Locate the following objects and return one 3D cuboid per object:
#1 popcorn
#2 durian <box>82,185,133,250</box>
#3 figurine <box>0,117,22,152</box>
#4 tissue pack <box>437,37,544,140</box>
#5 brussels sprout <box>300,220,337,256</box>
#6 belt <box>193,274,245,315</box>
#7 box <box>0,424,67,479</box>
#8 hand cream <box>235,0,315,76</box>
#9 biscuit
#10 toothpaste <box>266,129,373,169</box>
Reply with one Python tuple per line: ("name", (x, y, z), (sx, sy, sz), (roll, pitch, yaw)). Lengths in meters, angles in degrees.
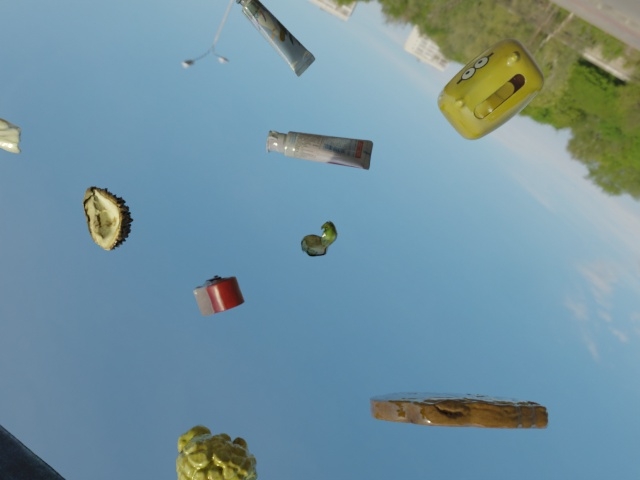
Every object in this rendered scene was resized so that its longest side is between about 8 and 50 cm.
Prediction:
("popcorn", (-0.269, 0.593, 1.571), (0.217, 0.181, 0.235), (32, 180, 44))
("durian", (-0.337, -0.038, 0.963), (0.052, 0.066, 0.130), (74, 173, -64))
("figurine", (-0.475, -0.177, 0.659), (0.275, 0.226, 0.394), (16, 162, -4))
("tissue pack", (0.302, -0.266, 1.067), (0.123, 0.178, 0.127), (47, -164, -14))
("brussels sprout", (0.001, 0.000, 1.133), (0.051, 0.083, 0.046), (39, -137, -21))
("belt", (-0.356, 0.183, 2.088), (0.128, 0.201, 0.124), (-21, -87, -41))
("box", (-0.388, 0.384, 0.775), (0.261, 0.279, 0.116), (39, -137, 0))
("hand cream", (-0.130, -0.596, 1.721), (0.271, 0.058, 0.091), (45, -116, -14))
("biscuit", (0.299, 0.371, 1.318), (0.381, 0.074, 0.359), (-1, 169, 3))
("toothpaste", (-0.002, -0.207, 1.342), (0.234, 0.057, 0.089), (8, -125, 6))
